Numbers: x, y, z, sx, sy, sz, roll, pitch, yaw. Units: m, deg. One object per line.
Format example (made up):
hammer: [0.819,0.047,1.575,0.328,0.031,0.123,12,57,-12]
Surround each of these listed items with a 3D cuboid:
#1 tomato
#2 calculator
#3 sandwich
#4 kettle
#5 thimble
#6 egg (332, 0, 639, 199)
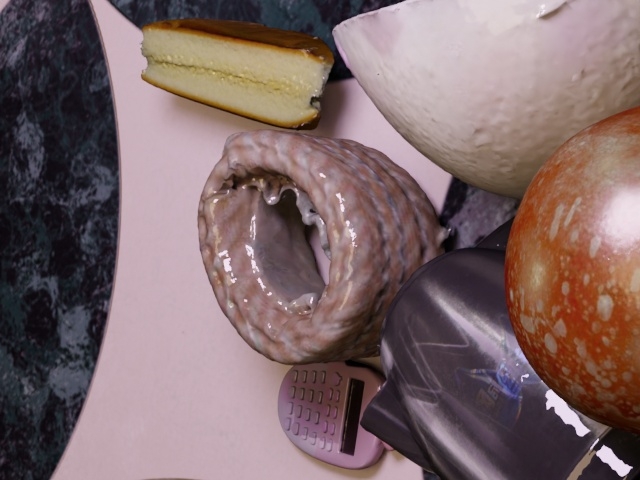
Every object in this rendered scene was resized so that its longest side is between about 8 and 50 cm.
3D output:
tomato: [0.271,0.010,1.377,0.270,0.270,0.223,43,143,33]
calculator: [0.022,0.166,1.832,0.166,0.024,0.103,12,94,42]
sandwich: [-0.066,-0.167,1.890,0.244,0.088,0.090,17,106,35]
kettle: [0.210,0.101,1.578,0.321,0.228,0.324,-46,53,-3]
thimble: [0.000,0.007,1.784,0.229,0.148,0.196,41,114,36]
egg: [0.186,-0.130,1.549,0.337,0.337,0.201,-15,90,38]
